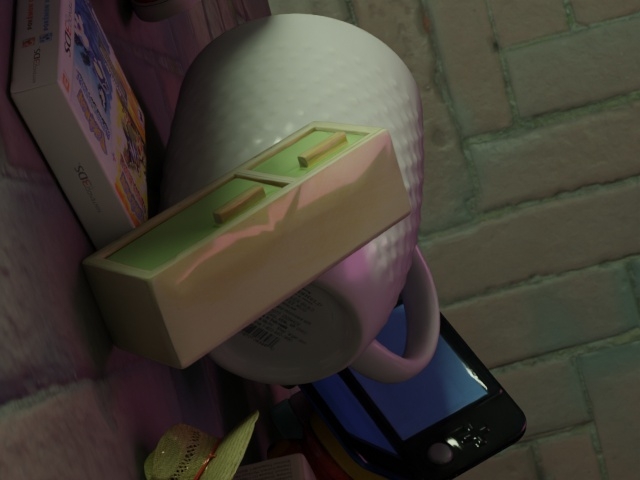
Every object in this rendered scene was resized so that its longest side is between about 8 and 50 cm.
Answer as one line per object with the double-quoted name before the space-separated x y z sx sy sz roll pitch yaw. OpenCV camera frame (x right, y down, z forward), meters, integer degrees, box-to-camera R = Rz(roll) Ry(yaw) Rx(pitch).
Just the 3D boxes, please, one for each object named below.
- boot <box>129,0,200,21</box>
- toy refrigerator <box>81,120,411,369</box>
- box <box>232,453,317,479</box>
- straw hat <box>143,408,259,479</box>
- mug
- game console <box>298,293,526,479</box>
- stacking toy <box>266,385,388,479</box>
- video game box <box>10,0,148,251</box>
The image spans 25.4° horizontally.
"boot" -0.203 -0.362 1.620 0.244 0.088 0.176 -110 -179 -58
"toy refrigerator" -0.058 -0.007 1.198 0.102 0.269 0.094 12 -53 49
"box" -0.039 0.337 1.275 0.094 0.113 0.275 70 10 -50
"straw hat" -0.112 0.187 1.178 0.061 0.144 0.144 32 14 -7
"mug" 0.000 0.000 1.491 0.374 0.276 0.328 42 34 -30
"game console" 0.069 0.135 1.647 0.293 0.250 0.173 52 -22 31
"stacking toy" -0.051 0.207 1.747 0.279 0.130 0.309 49 3 1
"video game box" -0.201 -0.114 1.206 0.205 0.048 0.187 69 11 -45
